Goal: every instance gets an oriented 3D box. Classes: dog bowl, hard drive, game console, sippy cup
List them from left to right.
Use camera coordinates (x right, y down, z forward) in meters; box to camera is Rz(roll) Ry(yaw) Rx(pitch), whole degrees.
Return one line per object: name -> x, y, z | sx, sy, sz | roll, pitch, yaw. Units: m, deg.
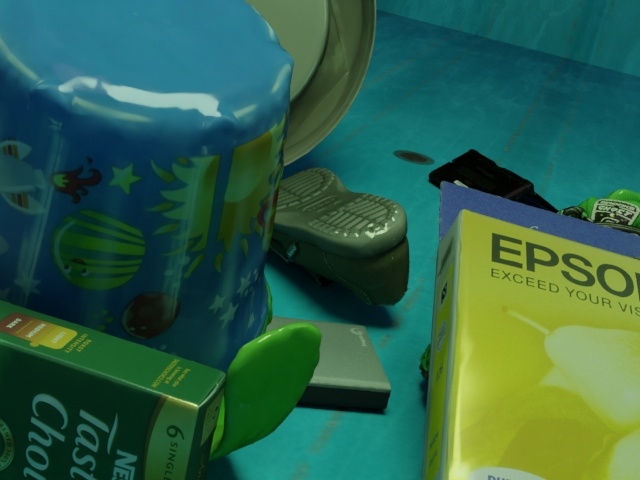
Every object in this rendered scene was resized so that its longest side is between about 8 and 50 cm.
sippy cup -> -0.121, -0.035, 0.592 | 0.305, 0.224, 0.240 | 24, 41, 3
dog bowl -> -0.118, -0.235, 1.060 | 0.349, 0.348, 0.102 | 11, 6, -5
hard drive -> -0.025, 0.083, 0.714 | 0.135, 0.022, 0.094 | 7, 21, -14
game console -> 0.209, -0.055, 1.215 | 0.107, 0.071, 0.122 | -29, 35, -16

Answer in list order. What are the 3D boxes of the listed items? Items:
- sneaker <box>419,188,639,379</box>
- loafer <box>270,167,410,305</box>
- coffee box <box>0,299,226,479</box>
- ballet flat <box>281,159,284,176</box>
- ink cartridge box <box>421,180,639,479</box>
sneaker -> 0.185, 0.038, 0.776 | 0.134, 0.146, 0.343 | 22, 25, 23
loafer -> 0.000, 0.000, 0.880 | 0.094, 0.087, 0.251 | -23, 21, -16
coffee box -> -0.145, 0.093, 0.498 | 0.184, 0.113, 0.040 | 18, 20, 9
ballet flat -> -0.126, -0.069, 0.978 | 0.188, 0.070, 0.070 | -6, 25, -11
ink cartridge box -> 0.215, 0.084, 0.603 | 0.304, 0.072, 0.307 | 15, 47, -5
